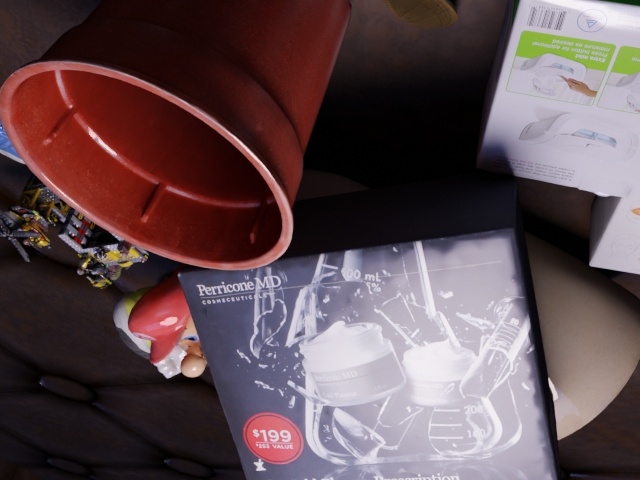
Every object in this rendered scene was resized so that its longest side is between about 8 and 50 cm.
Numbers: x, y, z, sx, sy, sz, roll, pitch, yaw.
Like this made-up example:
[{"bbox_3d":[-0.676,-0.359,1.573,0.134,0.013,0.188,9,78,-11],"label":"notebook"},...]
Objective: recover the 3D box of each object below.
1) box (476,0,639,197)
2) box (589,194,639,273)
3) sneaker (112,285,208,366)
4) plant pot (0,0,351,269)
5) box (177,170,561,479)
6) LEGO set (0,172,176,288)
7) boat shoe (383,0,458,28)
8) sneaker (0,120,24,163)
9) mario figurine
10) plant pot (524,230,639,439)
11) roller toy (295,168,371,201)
[{"bbox_3d":[0.297,-0.157,0.745,0.261,0.127,0.231,9,147,7],"label":"box"},{"bbox_3d":[0.393,-0.041,0.910,0.130,0.091,0.170,10,146,7],"label":"box"},{"bbox_3d":[-0.137,0.115,1.268,0.384,0.145,0.147,8,137,-36],"label":"sneaker"},{"bbox_3d":[-0.105,-0.156,0.750,0.272,0.265,0.272,17,150,10],"label":"plant pot"},{"bbox_3d":[0.067,0.115,0.879,0.343,0.179,0.313,-9,110,17],"label":"box"},{"bbox_3d":[-0.299,-0.001,1.133,0.331,0.192,0.255,-2,143,23],"label":"LEGO set"},{"bbox_3d":[0.078,-0.250,0.760,0.056,0.049,0.152,-12,157,43],"label":"boat shoe"},{"bbox_3d":[-0.422,-0.155,1.076,0.152,0.058,0.085,18,155,6],"label":"sneaker"},{"bbox_3d":[-0.118,0.154,1.116,0.320,0.170,0.198,18,113,-31],"label":"mario figurine"},{"bbox_3d":[0.232,0.082,1.050,0.274,0.256,0.256,40,141,-12],"label":"plant pot"},{"bbox_3d":[0.000,0.000,1.068,0.191,0.146,0.209,14,156,9],"label":"roller toy"}]
